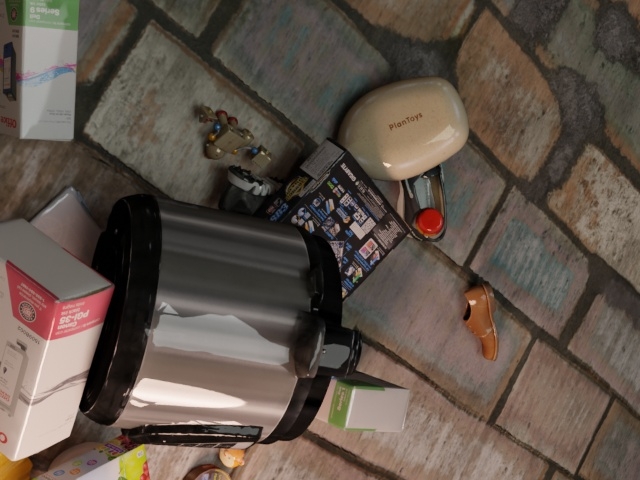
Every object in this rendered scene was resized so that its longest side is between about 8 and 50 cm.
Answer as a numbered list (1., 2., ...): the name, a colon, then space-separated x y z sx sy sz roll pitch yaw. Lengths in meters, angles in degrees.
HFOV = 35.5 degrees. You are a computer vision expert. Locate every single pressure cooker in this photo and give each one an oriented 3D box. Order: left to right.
1. pressure cooker: -0.147 0.134 1.578 0.420 0.370 0.375 11 131 -23

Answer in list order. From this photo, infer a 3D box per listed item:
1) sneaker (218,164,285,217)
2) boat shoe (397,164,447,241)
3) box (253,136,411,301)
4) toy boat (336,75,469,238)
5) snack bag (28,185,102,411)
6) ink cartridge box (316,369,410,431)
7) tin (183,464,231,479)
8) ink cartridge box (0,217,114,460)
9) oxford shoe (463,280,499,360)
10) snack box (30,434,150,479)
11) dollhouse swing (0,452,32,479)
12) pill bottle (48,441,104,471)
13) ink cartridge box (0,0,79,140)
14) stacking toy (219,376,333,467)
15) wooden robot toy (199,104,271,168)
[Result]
1. sneaker: -0.106 -0.066 1.868 0.234 0.078 0.106 16 109 -49
2. boat shoe: 0.213 -0.142 2.087 0.114 0.091 0.303 -26 116 -30
3. box: 0.000 0.000 1.895 0.293 0.073 0.295 -46 137 -2
4. toy boat: 0.177 -0.155 1.978 0.267 0.148 0.318 -17 87 3
5. snack bag: -0.444 0.133 1.662 0.342 0.037 0.323 -46 125 -23
6. ink cartridge box: 0.042 0.308 1.986 0.160 0.219 0.093 11 92 -41
7. tin: -0.230 0.528 1.941 0.106 0.040 0.190 7 97 -36
8. ink cartridge box: -0.437 0.142 1.442 0.117 0.207 0.283 -19 136 -57
9. oxford shoe: 0.372 0.194 2.331 0.076 0.076 0.212 -15 116 -3
10. snack box: -0.373 0.441 1.627 0.207 0.070 0.174 -23 113 -41
11. dollhouse swing: -0.558 0.421 1.478 0.315 0.305 0.347 -42 123 -23
12. pill bottle: -0.393 0.457 1.743 0.112 0.112 0.187 -29 118 -30
13. ink cartridge box: -0.435 -0.262 1.497 0.093 0.154 0.212 -5 105 -38
14. stacking toy: -0.121 0.312 1.904 0.165 0.175 0.302 -1 125 -58
15. wooden robot toy: -0.174 -0.177 1.804 0.079 0.076 0.173 -41 133 20
